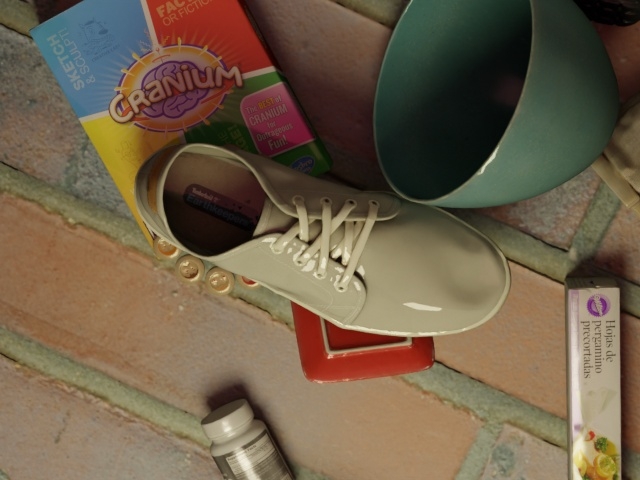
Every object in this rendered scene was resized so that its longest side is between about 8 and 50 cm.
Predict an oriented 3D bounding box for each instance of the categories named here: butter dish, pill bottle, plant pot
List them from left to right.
[{"bbox_3d":[-0.090,0.272,1.912,0.078,0.078,0.137,-26,98,8],"label":"pill bottle"},{"bbox_3d":[0.048,0.110,1.857,0.160,0.118,0.159,-7,63,-5],"label":"butter dish"},{"bbox_3d":[0.220,-0.163,1.732,0.195,0.290,0.290,14,103,-31],"label":"plant pot"}]

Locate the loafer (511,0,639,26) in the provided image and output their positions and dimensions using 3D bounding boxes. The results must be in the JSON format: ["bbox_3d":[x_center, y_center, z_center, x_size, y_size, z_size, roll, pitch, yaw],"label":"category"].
[{"bbox_3d":[0.275,-0.311,1.785,0.223,0.076,0.078,13,66,2],"label":"loafer"}]

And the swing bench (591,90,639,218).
[{"bbox_3d":[0.472,-0.098,1.760,0.253,0.165,0.254,-43,95,11],"label":"swing bench"}]

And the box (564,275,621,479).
[{"bbox_3d":[0.334,0.208,1.878,0.063,0.067,0.323,-2,100,3],"label":"box"}]

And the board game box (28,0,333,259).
[{"bbox_3d":[-0.165,-0.171,1.839,0.242,0.064,0.316,-28,98,8],"label":"board game box"}]

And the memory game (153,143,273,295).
[{"bbox_3d":[-0.115,-0.024,1.824,0.186,0.012,0.186,1,101,3],"label":"memory game"}]

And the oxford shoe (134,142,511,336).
[{"bbox_3d":[0.000,0.000,1.740,0.450,0.130,0.169,19,85,-1],"label":"oxford shoe"}]
